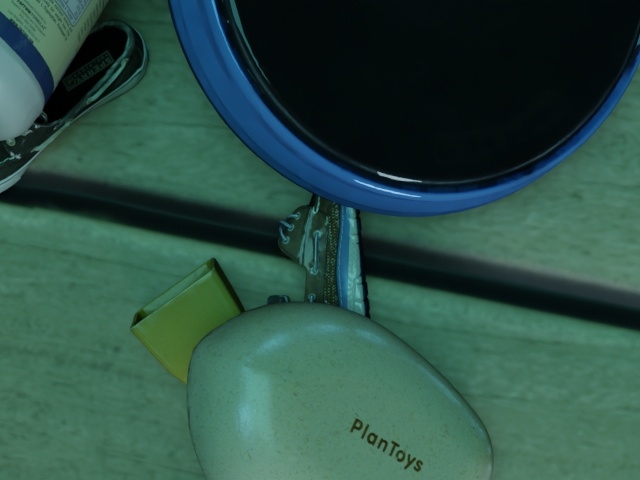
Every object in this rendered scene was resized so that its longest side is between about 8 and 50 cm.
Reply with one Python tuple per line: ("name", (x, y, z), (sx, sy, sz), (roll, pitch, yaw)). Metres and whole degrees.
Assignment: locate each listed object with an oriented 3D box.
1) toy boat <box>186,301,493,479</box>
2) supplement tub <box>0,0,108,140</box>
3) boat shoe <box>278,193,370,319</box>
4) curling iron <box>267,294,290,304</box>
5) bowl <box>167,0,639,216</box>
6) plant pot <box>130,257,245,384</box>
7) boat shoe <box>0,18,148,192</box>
("toy boat", (-0.029, 0.204, 1.217), (0.267, 0.148, 0.318), (40, 69, -19))
("supplement tub", (-0.244, -0.265, 1.209), (0.235, 0.235, 0.325), (27, 73, 4))
("boat shoe", (0.000, 0.000, 1.289), (0.066, 0.066, 0.183), (-6, 87, 4))
("curling iron", (-0.042, 0.180, 1.298), (0.068, 0.035, 0.274), (4, 88, 3))
("bowl", (0.080, -0.212, 1.226), (0.391, 0.077, 0.391), (-1, 93, -18))
("plant pot", (-0.093, 0.074, 1.286), (0.081, 0.081, 0.083), (-36, 96, 1))
("boat shoe", (-0.239, -0.108, 1.304), (0.219, 0.070, 0.078), (-38, 86, 1))
